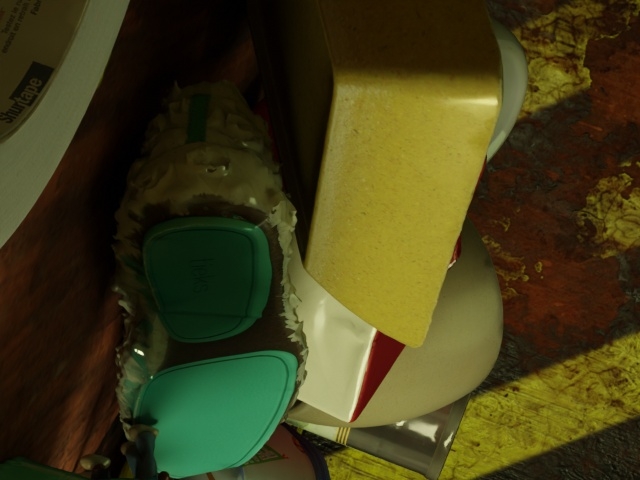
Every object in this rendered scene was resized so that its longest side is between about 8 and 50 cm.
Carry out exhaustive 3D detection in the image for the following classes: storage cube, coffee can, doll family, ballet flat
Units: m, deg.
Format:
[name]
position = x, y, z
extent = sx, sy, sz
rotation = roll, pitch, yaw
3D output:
[storage cube]
position = 0.000, 0.000, 1.301
extent = 0.193, 0.215, 0.183
rotation = -51, 162, -53
[coffee can]
position = 0.042, 0.140, 1.821
extent = 0.201, 0.275, 0.201
rotation = 20, 90, -84
[doll family]
position = -0.147, 0.225, 1.149
extent = 0.193, 0.076, 0.111
rotation = 101, -15, -46
[ballet flat]
position = -0.077, 0.032, 1.103
extent = 0.409, 0.147, 0.147
rotation = 102, 10, -57

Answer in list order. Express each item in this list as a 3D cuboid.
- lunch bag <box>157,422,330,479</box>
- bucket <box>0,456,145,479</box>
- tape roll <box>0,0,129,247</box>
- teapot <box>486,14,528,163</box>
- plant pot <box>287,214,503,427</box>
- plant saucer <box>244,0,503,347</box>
[lunch bag]
position = -0.091, 0.302, 1.394
extent = 0.243, 0.115, 0.303
rotation = 26, -72, 59
[bucket]
position = -0.150, 0.275, 0.958
extent = 0.281, 0.183, 0.281
rotation = 21, 90, -85
[tape roll]
position = -0.119, -0.095, 0.490
extent = 0.219, 0.072, 0.219
rotation = 20, 90, -85
[teapot]
position = 0.111, -0.185, 1.873
extent = 0.256, 0.187, 0.252
rotation = -41, 145, -16
[plant pot]
position = 0.009, 0.072, 1.531
extent = 0.191, 0.284, 0.284
rotation = -29, 147, -38
[plant saucer]
position = 0.014, -0.137, 1.011
extent = 0.333, 0.081, 0.332
rotation = 100, -21, -60
